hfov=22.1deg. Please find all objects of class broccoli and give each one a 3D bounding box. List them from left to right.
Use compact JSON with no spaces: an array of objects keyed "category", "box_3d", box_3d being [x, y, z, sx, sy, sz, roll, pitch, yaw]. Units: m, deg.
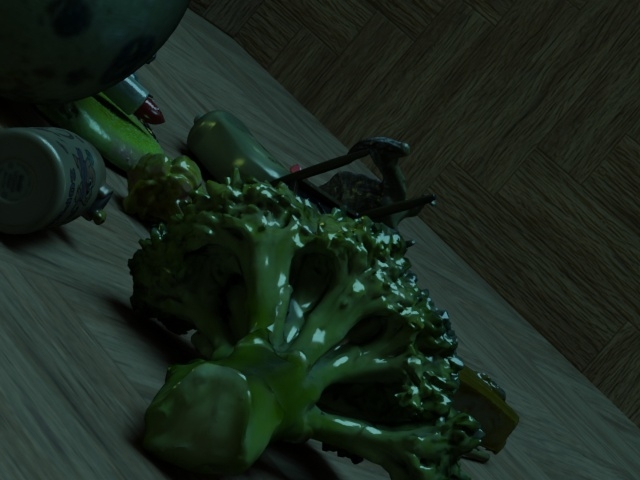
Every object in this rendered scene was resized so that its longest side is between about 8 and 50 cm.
[{"category":"broccoli","box_3d":[-0.061,0.087,1.475,0.397,0.274,0.353,1,17,-45]}]

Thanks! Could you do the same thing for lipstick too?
[{"category":"lipstick","box_3d":[-0.280,-0.214,2.176,0.186,0.057,0.063,42,2,-16]}]

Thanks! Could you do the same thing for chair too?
[{"category":"chair","box_3d":[0.000,0.000,2.281,0.272,0.166,0.188,-9,-28,39]}]

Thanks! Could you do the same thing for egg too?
[{"category":"egg","box_3d":[-0.310,-0.348,1.952,0.345,0.345,0.428,35,41,-33]}]

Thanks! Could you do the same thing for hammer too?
[{"category":"hammer","box_3d":[0.189,0.273,2.096,0.060,0.028,0.195,51,11,27]}]

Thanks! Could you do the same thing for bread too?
[{"category":"bread","box_3d":[-0.310,-0.177,2.171,0.301,0.045,0.301,40,7,-6]}]

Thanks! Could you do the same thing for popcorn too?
[{"category":"popcorn","box_3d":[-0.185,-0.053,1.950,0.097,0.089,0.109,5,-21,28]}]

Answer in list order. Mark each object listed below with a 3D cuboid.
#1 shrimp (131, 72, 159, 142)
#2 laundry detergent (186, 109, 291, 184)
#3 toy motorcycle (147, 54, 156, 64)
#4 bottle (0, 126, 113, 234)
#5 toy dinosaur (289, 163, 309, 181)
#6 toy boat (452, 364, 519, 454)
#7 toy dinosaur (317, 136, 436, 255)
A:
[{"category":"shrimp","box_3d":[-0.295,-0.218,2.370,0.233,0.079,0.090,50,16,29]},{"category":"laundry detergent","box_3d":[-0.121,-0.119,2.541,0.253,0.091,0.181,46,9,38]},{"category":"toy motorcycle","box_3d":[-0.363,-0.326,2.548,0.198,0.109,0.296,26,3,-16]},{"category":"bottle","box_3d":[-0.257,-0.056,1.568,0.110,0.097,0.209,41,8,3]},{"category":"toy dinosaur","box_3d":[0.005,-0.011,2.724,0.286,0.070,0.139,48,-11,36]},{"category":"toy boat","box_3d":[0.147,0.185,2.143,0.310,0.089,0.115,31,5,-41]},{"category":"toy dinosaur","box_3d":[0.064,-0.034,2.405,0.162,0.294,0.077,46,31,4]}]
